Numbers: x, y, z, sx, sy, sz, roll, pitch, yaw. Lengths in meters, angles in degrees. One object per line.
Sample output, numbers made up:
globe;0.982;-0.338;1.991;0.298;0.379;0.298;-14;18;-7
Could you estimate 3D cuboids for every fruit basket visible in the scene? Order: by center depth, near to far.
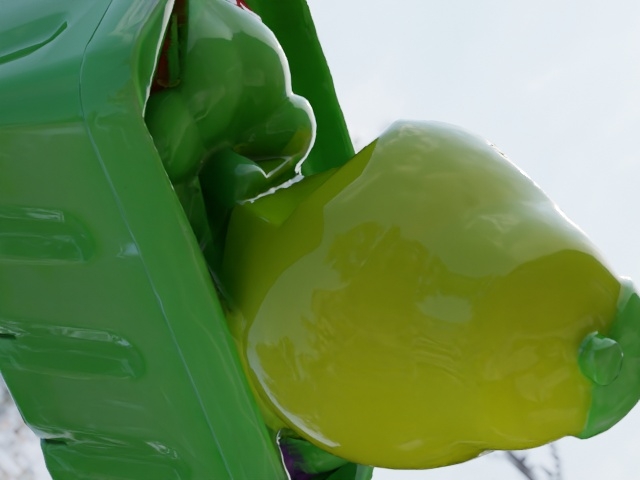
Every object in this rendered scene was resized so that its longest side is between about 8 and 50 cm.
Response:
fruit basket;0.000;0.000;0.998;0.283;0.392;0.392;-72;-5;-49
